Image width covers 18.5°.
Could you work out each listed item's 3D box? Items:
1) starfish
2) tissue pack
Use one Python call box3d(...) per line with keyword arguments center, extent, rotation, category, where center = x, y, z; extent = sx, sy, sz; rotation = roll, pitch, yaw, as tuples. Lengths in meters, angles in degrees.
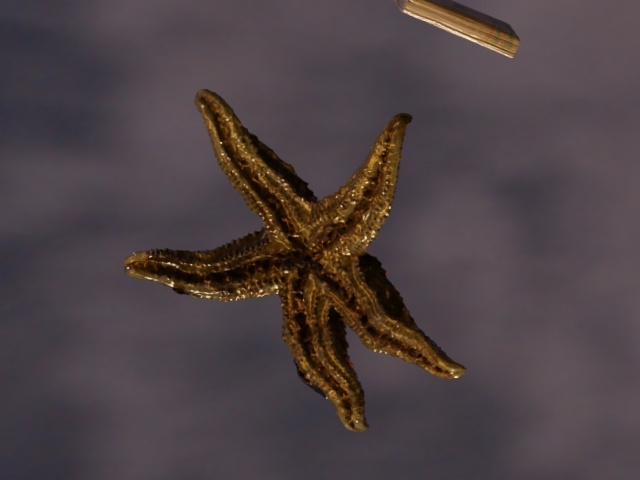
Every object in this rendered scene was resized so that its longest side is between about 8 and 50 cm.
box3d(center=(0.000, 0.000, 1.064), extent=(0.208, 0.176, 0.053), rotation=(42, -150, 0), category="starfish")
box3d(center=(0.117, -0.191, 1.690), extent=(0.108, 0.056, 0.023), rotation=(20, -74, -14), category="tissue pack")
